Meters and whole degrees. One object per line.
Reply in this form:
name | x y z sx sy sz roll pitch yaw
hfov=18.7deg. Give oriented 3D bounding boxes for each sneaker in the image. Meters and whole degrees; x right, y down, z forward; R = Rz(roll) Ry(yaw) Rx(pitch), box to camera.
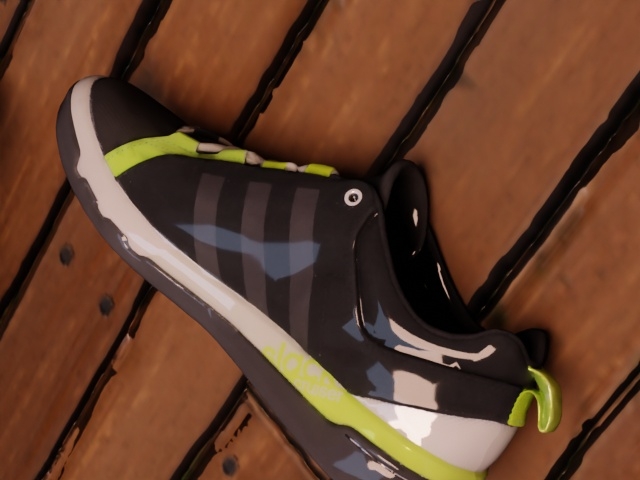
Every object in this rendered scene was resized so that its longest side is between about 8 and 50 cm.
sneaker | 0.000 0.000 0.731 0.234 0.084 0.097 45 107 22
